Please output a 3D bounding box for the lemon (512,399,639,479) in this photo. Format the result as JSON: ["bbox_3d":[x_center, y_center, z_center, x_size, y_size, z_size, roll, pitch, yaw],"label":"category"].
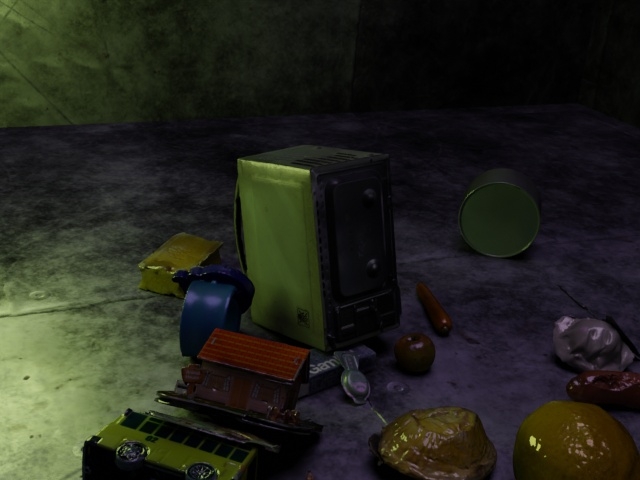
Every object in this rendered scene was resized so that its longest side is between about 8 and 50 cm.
[{"bbox_3d":[0.428,0.375,1.460,0.204,0.204,0.260,-1,22,-13],"label":"lemon"}]

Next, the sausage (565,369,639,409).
[{"bbox_3d":[0.665,0.311,1.800,0.327,0.079,0.087,5,9,-1],"label":"sausage"}]

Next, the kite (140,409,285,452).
[{"bbox_3d":[-0.155,0.324,1.497,0.323,0.013,0.268,21,-8,-39],"label":"kite"}]

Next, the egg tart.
[{"bbox_3d":[0.212,0.356,1.570,0.252,0.098,0.232,0,15,-28],"label":"egg tart"}]

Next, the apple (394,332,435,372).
[{"bbox_3d":[0.203,0.241,1.880,0.090,0.074,0.089,2,23,-1],"label":"apple"}]

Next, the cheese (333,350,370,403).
[{"bbox_3d":[0.068,0.278,1.776,0.067,0.026,0.120,8,49,-31],"label":"cheese"}]

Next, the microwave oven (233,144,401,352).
[{"bbox_3d":[0.000,0.000,1.941,0.247,0.394,0.333,-15,18,-37],"label":"microwave oven"}]

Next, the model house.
[{"bbox_3d":[-0.134,0.251,1.600,0.294,0.153,0.207,11,-9,12],"label":"model house"}]

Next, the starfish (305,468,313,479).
[{"bbox_3d":[-0.016,0.447,1.409,0.138,0.050,0.247,22,18,29],"label":"starfish"}]

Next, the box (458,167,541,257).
[{"bbox_3d":[0.514,-0.082,2.488,0.226,0.226,0.149,10,24,12],"label":"box"}]

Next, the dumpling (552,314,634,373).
[{"bbox_3d":[0.604,0.240,1.937,0.188,0.108,0.127,26,51,7],"label":"dumpling"}]

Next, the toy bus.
[{"bbox_3d":[-0.243,0.378,1.422,0.262,0.128,0.150,13,24,16],"label":"toy bus"}]

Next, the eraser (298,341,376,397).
[{"bbox_3d":[0.009,0.263,1.828,0.213,0.046,0.092,-15,29,-36],"label":"eraser"}]

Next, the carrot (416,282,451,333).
[{"bbox_3d":[0.271,0.159,2.126,0.043,0.043,0.248,0,22,-10],"label":"carrot"}]

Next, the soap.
[{"bbox_3d":[-0.350,0.058,2.199,0.135,0.076,0.233,13,24,15],"label":"soap"}]

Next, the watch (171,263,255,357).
[{"bbox_3d":[-0.235,0.165,1.867,0.171,0.196,0.200,-1,44,12],"label":"watch"}]

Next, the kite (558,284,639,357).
[{"bbox_3d":[0.647,0.185,2.014,0.250,0.012,0.229,41,-5,13],"label":"kite"}]
